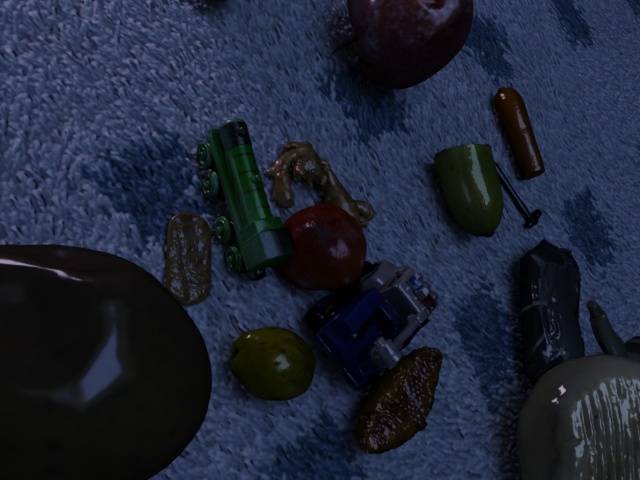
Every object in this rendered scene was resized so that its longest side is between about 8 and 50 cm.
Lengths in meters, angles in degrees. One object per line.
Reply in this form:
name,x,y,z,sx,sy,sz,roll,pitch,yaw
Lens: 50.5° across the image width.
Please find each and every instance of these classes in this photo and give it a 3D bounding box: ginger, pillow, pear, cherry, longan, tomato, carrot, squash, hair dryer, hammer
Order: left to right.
longan,-0.291,0.140,0.733,0.349,0.288,0.289,15,62,-18
pear,-0.066,0.178,0.976,0.131,0.107,0.107,23,59,-17
tomato,0.000,0.000,1.078,0.155,0.069,0.156,-1,62,2
ginger,0.002,-0.095,1.176,0.193,0.052,0.176,-11,83,-37
cherry,0.152,-0.417,1.316,0.213,0.285,0.236,-64,132,-73
squash,0.303,-0.094,1.354,0.123,0.123,0.187,-7,79,-38
hammer,0.430,-0.109,1.514,0.065,0.021,0.178,-37,91,-40
carrot,0.455,-0.253,1.564,0.067,0.067,0.225,-6,76,-37
pillow,0.473,0.147,1.386,0.161,0.092,0.335,22,59,-31
hair dryer,0.587,0.305,1.377,0.298,0.119,0.296,30,69,-35

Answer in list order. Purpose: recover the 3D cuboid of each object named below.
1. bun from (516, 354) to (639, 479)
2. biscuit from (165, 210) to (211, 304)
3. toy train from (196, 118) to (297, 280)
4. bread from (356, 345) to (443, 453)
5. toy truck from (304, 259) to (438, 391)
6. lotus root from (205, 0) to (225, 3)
bun,0.507,0.391,1.224,0.360,0.213,0.361,1,81,-9
biscuit,-0.194,0.026,1.003,0.071,0.018,0.147,11,65,-33
toy train,-0.117,-0.066,1.035,0.085,0.119,0.252,-10,78,-37
bread,0.126,0.262,1.097,0.105,0.076,0.233,47,54,-3
toy truck,0.096,0.121,1.070,0.161,0.177,0.213,51,51,-5
lotus root,-0.164,-0.582,1.190,0.174,0.175,0.350,21,57,-28
